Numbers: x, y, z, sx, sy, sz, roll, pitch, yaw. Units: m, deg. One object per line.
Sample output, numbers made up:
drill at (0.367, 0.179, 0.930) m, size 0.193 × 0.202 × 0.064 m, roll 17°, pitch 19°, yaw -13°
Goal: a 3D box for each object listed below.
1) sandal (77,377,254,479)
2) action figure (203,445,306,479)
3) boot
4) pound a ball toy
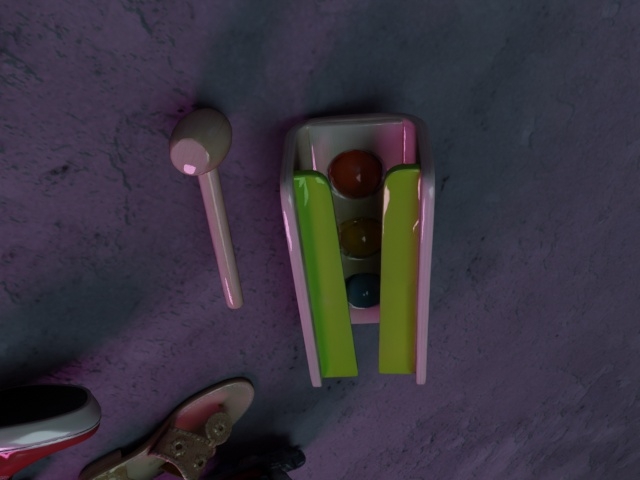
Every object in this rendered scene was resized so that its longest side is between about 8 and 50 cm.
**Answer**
sandal at (-0.171, 0.264, 0.686) m, size 0.240 × 0.079 × 0.088 m, roll -30°, pitch 133°, yaw -4°
action figure at (-0.120, 0.364, 0.674) m, size 0.341 × 0.179 × 0.330 m, roll -11°, pitch 161°, yaw -30°
boot at (-0.318, 0.244, 0.547) m, size 0.244 × 0.088 × 0.176 m, roll -13°, pitch 103°, yaw -10°
pound a ball toy at (0.000, 0.000, 0.565) m, size 0.208 × 0.136 × 0.319 m, roll -3°, pitch 130°, yaw 6°
